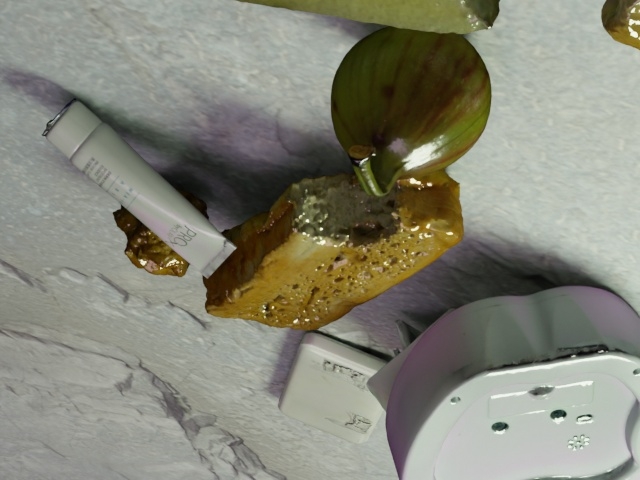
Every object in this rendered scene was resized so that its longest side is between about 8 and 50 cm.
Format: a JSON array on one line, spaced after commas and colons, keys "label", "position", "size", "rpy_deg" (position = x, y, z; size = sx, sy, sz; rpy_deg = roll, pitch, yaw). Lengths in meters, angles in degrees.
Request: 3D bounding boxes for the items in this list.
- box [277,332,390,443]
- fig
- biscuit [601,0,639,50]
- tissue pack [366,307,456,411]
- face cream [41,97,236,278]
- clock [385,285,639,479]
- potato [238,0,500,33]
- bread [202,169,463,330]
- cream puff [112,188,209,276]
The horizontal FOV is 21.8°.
[{"label": "box", "position": [0.022, 0.210, 2.311], "size": [0.142, 0.044, 0.285], "rpy_deg": [21, 155, 1]}, {"label": "fig", "position": [0.080, -0.106, 1.487], "size": [0.142, 0.186, 0.148], "rpy_deg": [16, 153, -13]}, {"label": "biscuit", "position": [0.323, -0.215, 1.140], "size": [0.213, 0.091, 0.274], "rpy_deg": [0, 146, -9]}, {"label": "tissue pack", "position": [0.175, 0.190, 2.069], "size": [0.209, 0.148, 0.156], "rpy_deg": [41, -172, -38]}, {"label": "face cream", "position": [-0.199, -0.056, 1.835], "size": [0.244, 0.058, 0.092], "rpy_deg": [42, 149, -3]}, {"label": "clock", "position": [0.242, 0.204, 1.905], "size": [0.339, 0.102, 0.338], "rpy_deg": [-6, 134, -6]}, {"label": "potato", "position": [0.005, -0.290, 1.265], "size": [0.269, 0.112, 0.255], "rpy_deg": [8, 148, 14]}, {"label": "bread", "position": [0.000, 0.000, 1.819], "size": [0.185, 0.109, 0.380], "rpy_deg": [15, 156, -22]}, {"label": "cream puff", "position": [-0.189, -0.018, 1.932], "size": [0.094, 0.122, 0.116], "rpy_deg": [16, 138, -35]}]
